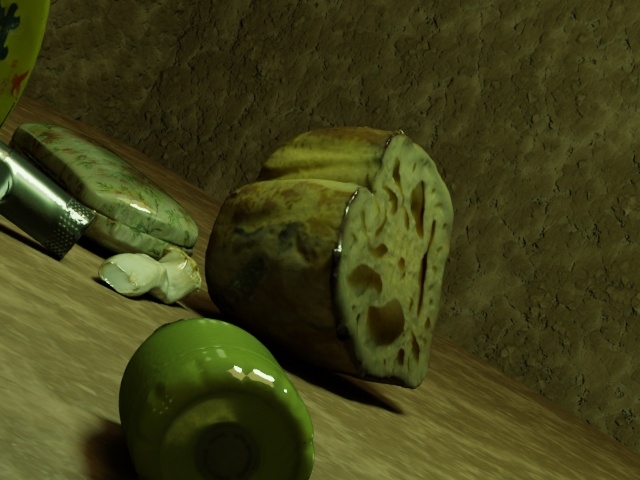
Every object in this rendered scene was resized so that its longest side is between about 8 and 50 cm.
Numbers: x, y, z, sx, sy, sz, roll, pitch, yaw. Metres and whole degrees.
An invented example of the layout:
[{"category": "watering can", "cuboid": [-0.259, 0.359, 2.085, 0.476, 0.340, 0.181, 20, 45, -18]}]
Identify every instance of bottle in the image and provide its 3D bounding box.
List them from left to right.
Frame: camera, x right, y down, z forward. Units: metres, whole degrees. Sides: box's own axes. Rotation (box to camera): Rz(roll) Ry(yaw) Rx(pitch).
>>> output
[{"category": "bottle", "cuboid": [-0.075, 0.107, 1.297, 0.112, 0.112, 0.260, 28, 3, -12]}]

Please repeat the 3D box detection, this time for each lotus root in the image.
[{"category": "lotus root", "cuboid": [0.000, 0.000, 2.298, 0.250, 0.316, 0.316, 12, -4, 25]}]

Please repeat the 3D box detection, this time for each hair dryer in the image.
[{"category": "hair dryer", "cuboid": [-0.372, -0.108, 1.974, 0.320, 0.156, 0.284, 37, -7, 1]}]

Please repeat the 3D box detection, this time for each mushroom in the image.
[{"category": "mushroom", "cuboid": [-0.185, 0.036, 2.147, 0.059, 0.054, 0.202, 31, 8, 18]}]

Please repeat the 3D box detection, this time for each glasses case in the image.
[{"category": "glasses case", "cuboid": [-0.276, -0.061, 2.466, 0.156, 0.098, 0.425, 22, 6, -27]}]

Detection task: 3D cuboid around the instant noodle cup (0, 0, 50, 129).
[{"category": "instant noodle cup", "cuboid": [-0.398, -0.196, 1.458, 0.254, 0.326, 0.325, 31, 4, 33]}]
